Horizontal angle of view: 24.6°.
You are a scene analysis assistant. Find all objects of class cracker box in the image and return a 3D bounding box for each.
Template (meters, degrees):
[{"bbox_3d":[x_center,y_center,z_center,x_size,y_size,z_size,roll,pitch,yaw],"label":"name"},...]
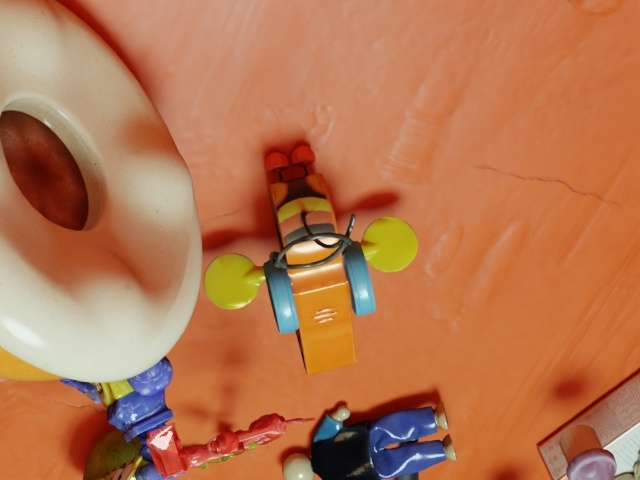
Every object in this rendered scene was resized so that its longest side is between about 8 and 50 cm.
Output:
[{"bbox_3d":[0.386,0.224,1.664,0.232,0.067,0.156,-39,126,16],"label":"cracker box"}]

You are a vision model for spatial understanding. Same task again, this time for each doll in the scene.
[{"bbox_3d":[0.050,0.235,1.590,0.189,0.046,0.129,-13,101,5],"label":"doll"}]

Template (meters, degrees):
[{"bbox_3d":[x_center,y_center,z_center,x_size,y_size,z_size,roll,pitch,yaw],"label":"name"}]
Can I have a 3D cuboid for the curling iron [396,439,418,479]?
[{"bbox_3d":[0.108,0.323,1.691,0.068,0.035,0.274,-24,125,-23],"label":"curling iron"}]

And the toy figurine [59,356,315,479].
[{"bbox_3d":[-0.164,0.124,1.423,0.191,0.217,0.362,-18,173,-18],"label":"toy figurine"}]

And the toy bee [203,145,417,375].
[{"bbox_3d":[0.000,0.000,1.375,0.195,0.162,0.298,-2,151,-22],"label":"toy bee"}]

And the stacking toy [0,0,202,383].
[{"bbox_3d":[-0.371,0.027,1.226,0.480,0.350,0.350,-28,129,26],"label":"stacking toy"}]

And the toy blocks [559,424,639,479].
[{"bbox_3d":[0.377,0.371,1.564,0.309,0.260,0.288,0,128,-15],"label":"toy blocks"}]
